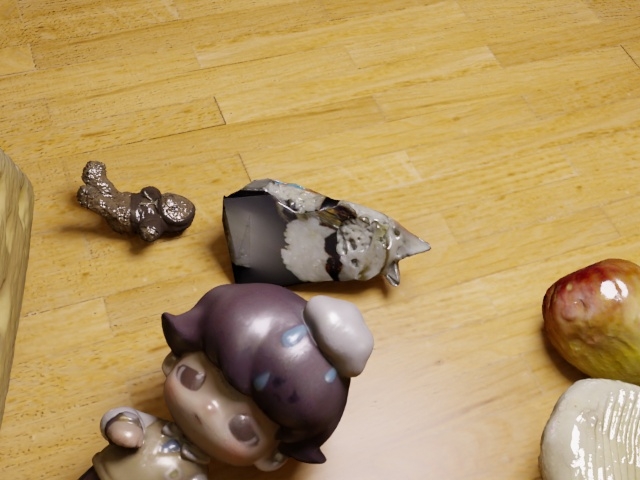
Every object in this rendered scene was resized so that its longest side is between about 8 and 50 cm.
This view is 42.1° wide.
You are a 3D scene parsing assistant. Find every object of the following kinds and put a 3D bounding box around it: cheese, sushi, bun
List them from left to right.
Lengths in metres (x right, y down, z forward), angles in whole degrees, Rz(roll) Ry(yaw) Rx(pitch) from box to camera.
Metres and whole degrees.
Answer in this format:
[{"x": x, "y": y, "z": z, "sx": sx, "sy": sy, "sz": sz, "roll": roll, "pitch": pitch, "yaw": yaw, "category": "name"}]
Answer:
[{"x": -0.394, "y": 0.022, "z": 0.895, "sx": 0.104, "sy": 0.384, "sz": 0.383, "roll": 4, "pitch": 54, "yaw": -12, "category": "cheese"}, {"x": 0.010, "y": -0.016, "z": 1.131, "sx": 0.273, "sy": 0.134, "sz": 0.109, "roll": -1, "pitch": 23, "yaw": 3, "category": "sushi"}, {"x": 0.345, "y": 0.277, "z": 0.952, "sx": 0.231, "sy": 0.133, "sz": 0.231, "roll": 9, "pitch": 50, "yaw": -11, "category": "bun"}]

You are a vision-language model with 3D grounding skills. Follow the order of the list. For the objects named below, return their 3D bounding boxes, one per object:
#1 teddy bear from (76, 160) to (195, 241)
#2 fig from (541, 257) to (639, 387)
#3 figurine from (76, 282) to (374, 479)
[{"x": -0.254, "y": -0.040, "z": 1.133, "sx": 0.161, "sy": 0.077, "sz": 0.119, "roll": 17, "pitch": 30, "yaw": -17, "category": "teddy bear"}, {"x": 0.406, "y": 0.140, "z": 1.074, "sx": 0.159, "sy": 0.159, "sz": 0.257, "roll": -36, "pitch": 86, "yaw": -28, "category": "fig"}, {"x": -0.132, "y": 0.190, "z": 0.902, "sx": 0.365, "sy": 0.206, "sz": 0.218, "roll": -35, "pitch": 52, "yaw": -26, "category": "figurine"}]
